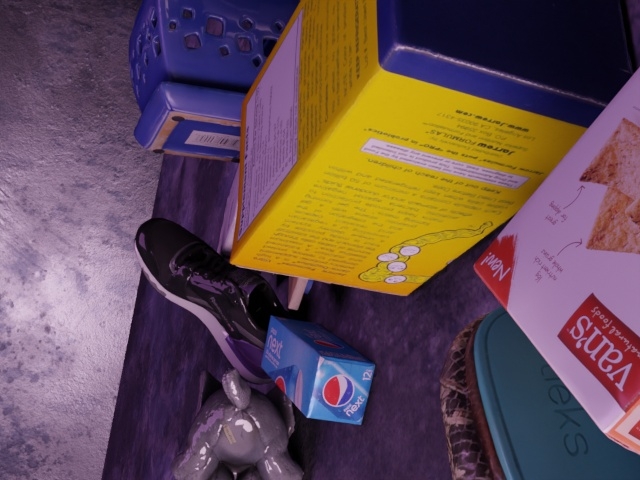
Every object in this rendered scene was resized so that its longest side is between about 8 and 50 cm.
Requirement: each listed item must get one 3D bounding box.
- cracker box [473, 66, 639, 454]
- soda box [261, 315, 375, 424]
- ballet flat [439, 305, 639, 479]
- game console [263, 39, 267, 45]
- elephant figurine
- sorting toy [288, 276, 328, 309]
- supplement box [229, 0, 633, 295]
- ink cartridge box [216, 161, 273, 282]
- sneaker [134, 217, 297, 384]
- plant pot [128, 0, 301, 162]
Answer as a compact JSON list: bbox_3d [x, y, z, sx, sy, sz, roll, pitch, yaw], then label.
[{"bbox_3d":[0.195,-0.024,0.422,0.232,0.067,0.156,-53,26,14],"label":"cracker box"},{"bbox_3d":[-0.009,0.147,1.018,0.210,0.067,0.071,-157,79,-71],"label":"soda box"},{"bbox_3d":[0.151,0.239,0.425,0.483,0.163,0.182,-95,2,-52],"label":"ballet flat"},{"bbox_3d":[-0.075,-0.242,1.469,0.361,0.043,0.213,-101,30,-46],"label":"game console"},{"bbox_3d":[-0.108,0.246,1.145,0.186,0.169,0.239,-45,9,9],"label":"elephant figurine"},{"bbox_3d":[0.000,0.000,1.085,0.274,0.046,0.132,-93,21,-65],"label":"sorting toy"},{"bbox_3d":[0.070,-0.114,0.742,0.356,0.195,0.194,134,143,-57],"label":"supplement box"},{"bbox_3d":[-0.088,-0.043,1.260,0.218,0.092,0.159,125,156,-62],"label":"ink cartridge box"},{"bbox_3d":[-0.127,0.058,1.178,0.107,0.283,0.124,-44,-2,-41],"label":"sneaker"},{"bbox_3d":[-0.168,-0.251,1.341,0.236,0.235,0.212,146,126,-62],"label":"plant pot"}]
